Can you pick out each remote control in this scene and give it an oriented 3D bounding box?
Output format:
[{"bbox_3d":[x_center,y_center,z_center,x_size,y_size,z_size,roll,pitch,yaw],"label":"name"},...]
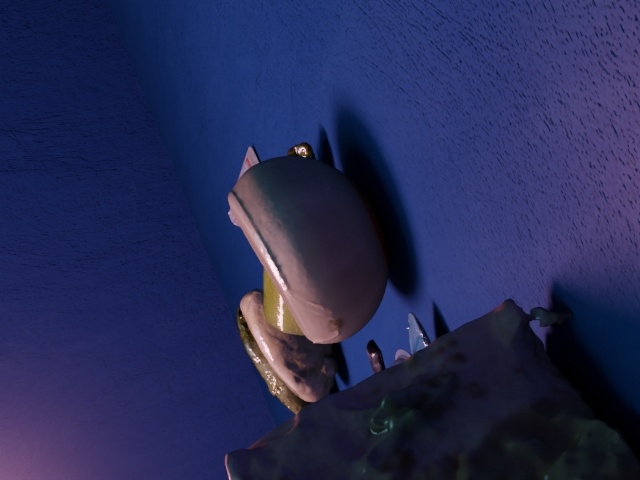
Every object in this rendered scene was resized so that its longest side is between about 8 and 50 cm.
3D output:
[{"bbox_3d":[0.083,0.190,1.666,0.039,0.014,0.096,-128,18,-56],"label":"remote control"}]

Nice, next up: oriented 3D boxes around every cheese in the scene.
[{"bbox_3d":[0.122,0.177,1.345,0.135,0.052,0.245,62,167,23],"label":"cheese"}]

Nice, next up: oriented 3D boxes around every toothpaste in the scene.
[{"bbox_3d":[-0.130,-0.088,2.119,0.089,0.057,0.234,64,162,13],"label":"toothpaste"}]

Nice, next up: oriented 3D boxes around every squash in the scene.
[{"bbox_3d":[-0.019,-0.024,1.569,0.137,0.137,0.288,-126,29,-54],"label":"squash"}]

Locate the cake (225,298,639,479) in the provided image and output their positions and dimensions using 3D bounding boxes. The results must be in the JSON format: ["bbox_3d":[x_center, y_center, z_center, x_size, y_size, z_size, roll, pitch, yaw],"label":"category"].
[{"bbox_3d":[0.112,0.278,0.900,0.293,0.314,0.307,79,164,-51],"label":"cake"}]

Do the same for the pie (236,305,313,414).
[{"bbox_3d":[-0.077,0.222,2.181,0.277,0.078,0.277,-23,-90,-79],"label":"pie"}]

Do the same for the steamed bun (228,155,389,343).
[{"bbox_3d":[0.000,0.000,1.358,0.232,0.145,0.232,59,175,8],"label":"steamed bun"}]

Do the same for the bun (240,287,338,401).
[{"bbox_3d":[-0.044,0.164,1.981,0.237,0.116,0.210,59,180,-44],"label":"bun"}]
